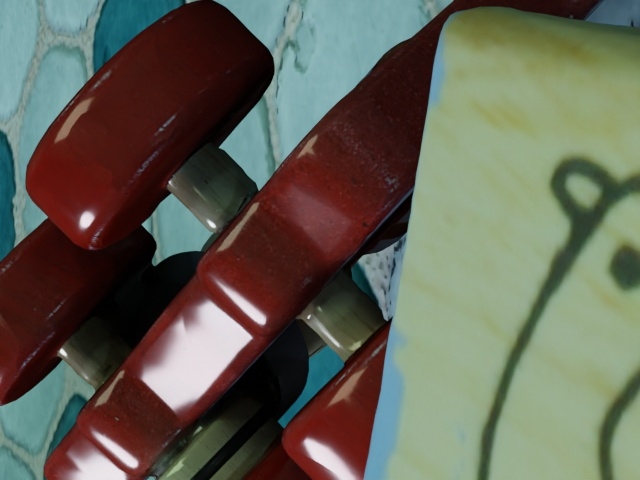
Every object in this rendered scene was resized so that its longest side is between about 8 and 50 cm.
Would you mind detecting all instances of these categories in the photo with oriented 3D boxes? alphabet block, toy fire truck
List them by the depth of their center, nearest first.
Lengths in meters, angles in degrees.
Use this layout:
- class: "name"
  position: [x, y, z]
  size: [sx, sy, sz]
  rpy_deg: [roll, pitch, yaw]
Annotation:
- class: "alphabet block"
  position: [0.144, 0.052, 0.424]
  size: [0.197, 0.193, 0.192]
  rpy_deg: [26, 111, 59]
- class: "toy fire truck"
  position: [0.000, 0.000, 0.682]
  size: [0.169, 0.254, 0.302]
  rpy_deg: [44, 138, 4]
